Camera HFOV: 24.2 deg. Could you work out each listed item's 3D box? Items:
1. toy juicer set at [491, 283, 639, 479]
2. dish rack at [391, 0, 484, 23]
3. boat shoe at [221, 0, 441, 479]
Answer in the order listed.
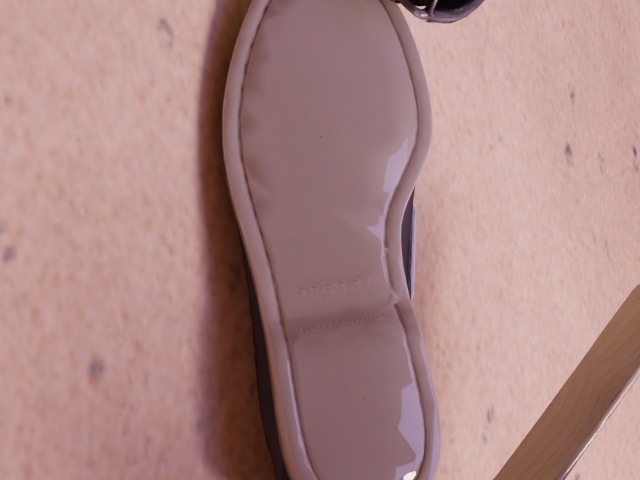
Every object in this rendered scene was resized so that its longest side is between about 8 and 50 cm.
[{"bbox_3d":[0.129,0.183,0.505,0.089,0.209,0.329,52,1,-43],"label":"toy juicer set"},{"bbox_3d":[-0.006,-0.174,0.419,0.271,0.074,0.208,-7,125,-53],"label":"dish rack"},{"bbox_3d":[0.000,0.000,0.531,0.065,0.075,0.206,125,-38,-70],"label":"boat shoe"}]
